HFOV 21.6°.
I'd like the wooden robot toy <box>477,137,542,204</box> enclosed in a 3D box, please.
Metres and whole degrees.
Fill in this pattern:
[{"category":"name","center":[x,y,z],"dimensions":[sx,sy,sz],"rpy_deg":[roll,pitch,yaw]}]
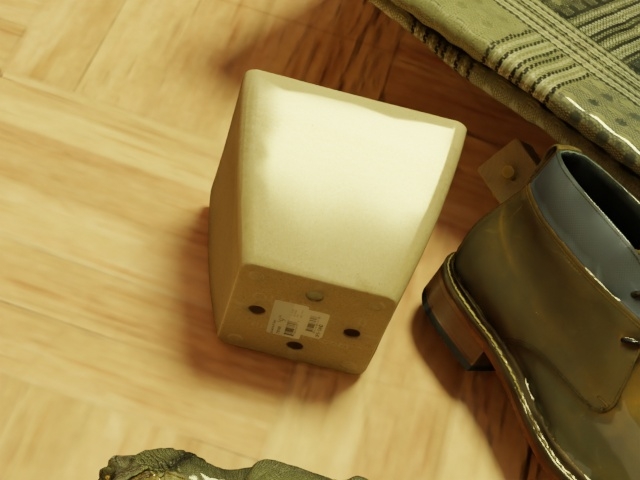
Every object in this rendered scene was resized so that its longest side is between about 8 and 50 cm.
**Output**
[{"category":"wooden robot toy","center":[0.154,0.021,0.873],"dimensions":[0.173,0.076,0.079],"rpy_deg":[40,11,21]}]

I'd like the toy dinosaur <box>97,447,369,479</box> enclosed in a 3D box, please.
[{"category":"toy dinosaur","center":[0.027,0.142,0.690],"dimensions":[0.268,0.064,0.118],"rpy_deg":[11,36,-14]}]

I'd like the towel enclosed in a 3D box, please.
[{"category":"towel","center":[0.157,-0.116,0.964],"dimensions":[0.324,0.056,0.312],"rpy_deg":[40,33,16]}]

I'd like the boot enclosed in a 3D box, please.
[{"category":"boot","center":[0.143,0.056,0.773],"dimensions":[0.082,0.106,0.219],"rpy_deg":[-5,44,-50]}]

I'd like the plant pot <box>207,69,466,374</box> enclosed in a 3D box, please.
[{"category":"plant pot","center":[0.000,0.000,0.799],"dimensions":[0.109,0.109,0.096],"rpy_deg":[14,55,-6]}]
